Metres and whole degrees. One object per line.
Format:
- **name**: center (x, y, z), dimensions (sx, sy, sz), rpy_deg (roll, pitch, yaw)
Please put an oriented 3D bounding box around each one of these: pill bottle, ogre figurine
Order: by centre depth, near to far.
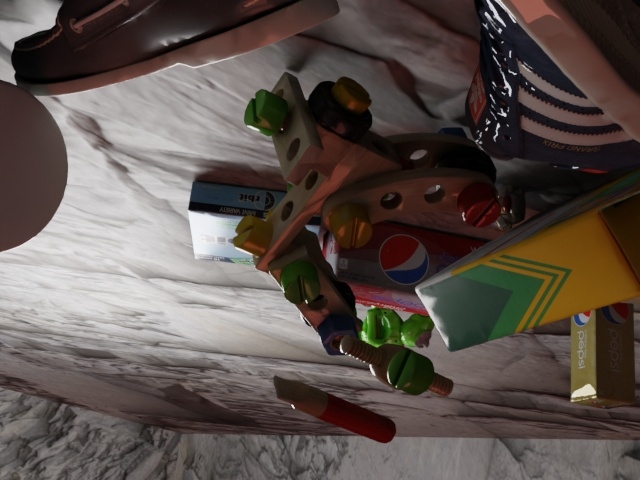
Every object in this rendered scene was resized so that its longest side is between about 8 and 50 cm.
- **pill bottle**: center (-0.352, -0.069, 0.771), dimensions (0.318, 0.176, 0.176), rpy_deg (8, 167, 44)
- **ogre figurine**: center (0.090, 0.096, 1.292), dimensions (0.197, 0.118, 0.097), rpy_deg (2, 160, 12)

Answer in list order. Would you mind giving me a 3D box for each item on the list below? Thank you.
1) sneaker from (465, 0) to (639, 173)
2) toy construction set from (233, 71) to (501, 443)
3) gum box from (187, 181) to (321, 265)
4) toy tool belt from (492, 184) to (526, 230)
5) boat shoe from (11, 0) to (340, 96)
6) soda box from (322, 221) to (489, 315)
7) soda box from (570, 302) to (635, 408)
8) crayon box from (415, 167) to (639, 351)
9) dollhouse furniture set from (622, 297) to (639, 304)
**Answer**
- **sneaker**: center (0.145, -0.125, 0.632), dimensions (0.148, 0.131, 0.350), rpy_deg (-14, 153, 35)
- **toy construction set**: center (0.000, 0.000, 0.818), dimensions (0.237, 0.309, 0.257), rpy_deg (27, 144, -36)
- **gum box**: center (-0.082, -0.013, 1.150), dimensions (0.157, 0.041, 0.184), rpy_deg (7, 160, -2)
- **toy tool belt**: center (0.188, -0.036, 0.985), dimensions (0.051, 0.052, 0.083), rpy_deg (1, 179, 27)
- **boat shoe**: center (-0.129, -0.177, 0.673), dimensions (0.319, 0.116, 0.099), rpy_deg (-2, 117, 40)
- **soda box**: center (0.134, 0.042, 1.163), dimensions (0.263, 0.092, 0.083), rpy_deg (11, 159, -13)
- **soda box**: center (0.367, 0.124, 1.191), dimensions (0.061, 0.181, 0.058), rpy_deg (12, 160, -17)
- **crayon box**: center (0.261, 0.000, 0.861), dimensions (0.203, 0.083, 0.323), rpy_deg (-28, 177, -32)
- **dollhouse furniture set**: center (0.402, 0.055, 1.018), dimensions (0.212, 0.161, 0.242), rpy_deg (6, 161, 1)
